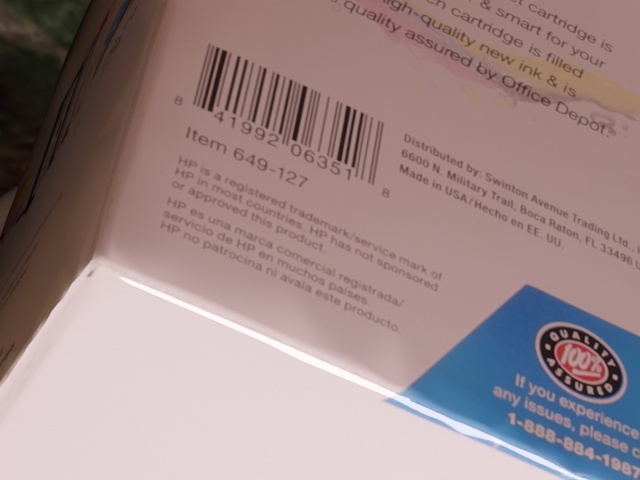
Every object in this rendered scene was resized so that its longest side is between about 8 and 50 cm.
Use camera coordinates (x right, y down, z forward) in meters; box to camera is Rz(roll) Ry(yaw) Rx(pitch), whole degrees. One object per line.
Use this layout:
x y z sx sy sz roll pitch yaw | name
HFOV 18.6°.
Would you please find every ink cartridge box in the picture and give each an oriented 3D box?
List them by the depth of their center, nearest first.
0.000 0.000 0.592 0.171 0.232 0.168 25 136 -14 | ink cartridge box

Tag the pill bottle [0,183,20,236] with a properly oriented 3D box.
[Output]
-0.119 0.124 0.774 0.181 0.181 0.323 28 133 -17 | pill bottle
